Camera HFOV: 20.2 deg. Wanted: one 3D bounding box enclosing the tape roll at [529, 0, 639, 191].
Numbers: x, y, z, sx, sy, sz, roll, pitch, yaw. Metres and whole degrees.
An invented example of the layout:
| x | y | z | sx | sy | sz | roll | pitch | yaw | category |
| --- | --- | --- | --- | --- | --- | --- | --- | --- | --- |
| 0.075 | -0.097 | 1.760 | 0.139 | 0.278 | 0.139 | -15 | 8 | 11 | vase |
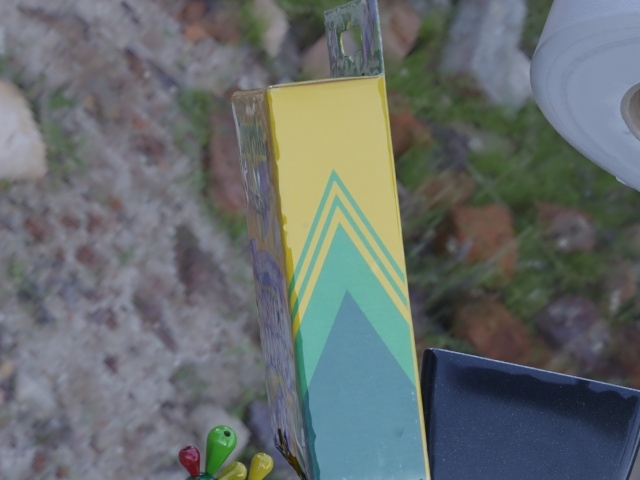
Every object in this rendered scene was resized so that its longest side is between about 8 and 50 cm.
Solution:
| x | y | z | sx | sy | sz | roll | pitch | yaw | category |
| --- | --- | --- | --- | --- | --- | --- | --- | --- | --- |
| 0.260 | -0.130 | 1.032 | 0.246 | 0.246 | 0.169 | 29 | 69 | -20 | tape roll |

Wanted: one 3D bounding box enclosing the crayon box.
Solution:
| x | y | z | sx | sy | sz | roll | pitch | yaw | category |
| --- | --- | --- | --- | --- | --- | --- | --- | --- | --- |
| 0.000 | 0.000 | 1.241 | 0.083 | 0.203 | 0.323 | -7 | 94 | -9 | crayon box |

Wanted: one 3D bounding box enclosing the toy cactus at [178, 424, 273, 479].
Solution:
| x | y | z | sx | sy | sz | roll | pitch | yaw | category |
| --- | --- | --- | --- | --- | --- | --- | --- | --- | --- |
| -0.110 | 0.292 | 1.696 | 0.112 | 0.180 | 0.219 | -5 | 79 | -68 | toy cactus |

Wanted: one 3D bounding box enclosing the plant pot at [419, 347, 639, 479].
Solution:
| x | y | z | sx | sy | sz | roll | pitch | yaw | category |
| --- | --- | --- | --- | --- | --- | --- | --- | --- | --- |
| 0.155 | 0.213 | 1.483 | 0.187 | 0.188 | 0.167 | 12 | 68 | 4 | plant pot |
